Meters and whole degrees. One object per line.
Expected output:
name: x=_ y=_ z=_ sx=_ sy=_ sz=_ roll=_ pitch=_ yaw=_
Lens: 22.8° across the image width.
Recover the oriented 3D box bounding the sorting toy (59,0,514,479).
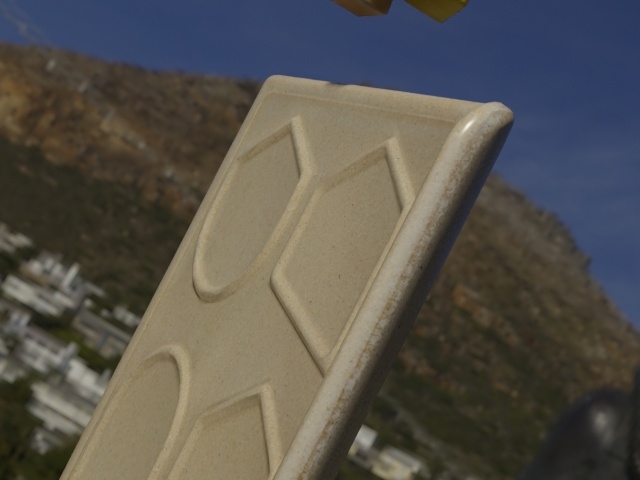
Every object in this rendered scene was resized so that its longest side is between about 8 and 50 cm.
sorting toy: x=0.000 y=0.000 z=0.578 sx=0.041 sy=0.307 sz=0.229 roll=28 pitch=-4 yaw=-21
